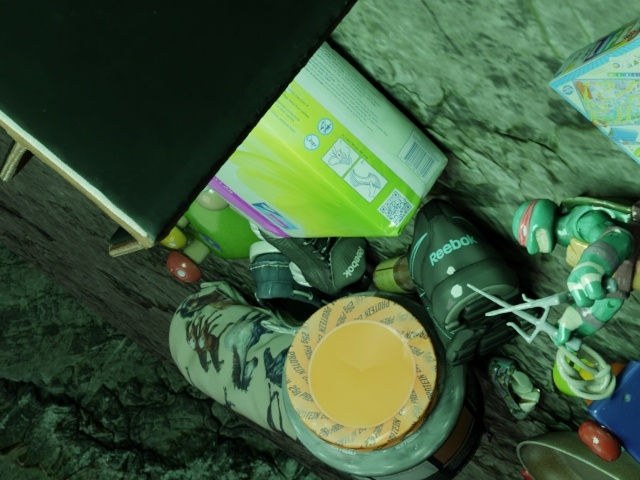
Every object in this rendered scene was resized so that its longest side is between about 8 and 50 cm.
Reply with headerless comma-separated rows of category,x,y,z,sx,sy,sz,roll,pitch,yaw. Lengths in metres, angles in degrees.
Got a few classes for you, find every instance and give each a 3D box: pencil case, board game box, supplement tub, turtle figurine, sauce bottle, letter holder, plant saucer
pencil case,-0.068,0.171,1.979,0.160,0.183,0.410,14,-178,-36
board game box,0.210,-0.084,0.805,0.103,0.026,0.154,40,165,-8
supplement tub,0.070,0.166,1.480,0.193,0.193,0.316,33,173,19
turtle figurine,0.211,0.024,0.957,0.234,0.118,0.175,16,173,20
sauce bottle,0.092,0.035,1.411,0.042,0.042,0.128,41,167,-10
letter holder,-0.068,-0.150,0.722,0.152,0.302,0.214,40,165,-10
plant saucer,0.367,0.312,1.582,0.310,0.050,0.310,34,164,11

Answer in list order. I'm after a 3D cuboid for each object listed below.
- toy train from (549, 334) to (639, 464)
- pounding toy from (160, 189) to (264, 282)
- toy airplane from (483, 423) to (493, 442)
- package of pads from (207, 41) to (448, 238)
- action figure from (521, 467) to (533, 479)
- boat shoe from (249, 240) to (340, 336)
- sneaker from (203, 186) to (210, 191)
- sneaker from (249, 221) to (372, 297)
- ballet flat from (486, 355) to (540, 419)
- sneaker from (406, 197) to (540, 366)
toy train,0.253,0.129,1.233,0.248,0.105,0.143,44,178,-21
pounding toy,-0.148,-0.011,1.706,0.183,0.110,0.237,45,164,-25
toy airplane,0.170,0.223,1.818,0.151,0.028,0.151,36,164,12
package of pads,-0.048,-0.105,1.210,0.229,0.101,0.296,41,164,-17
action figure,0.375,0.418,1.807,0.280,0.091,0.139,29,157,33
boat shoe,-0.027,0.075,1.677,0.095,0.079,0.254,-1,159,10
sneaker,-0.167,-0.110,1.589,0.152,0.053,0.061,38,136,48
sneaker,0.000,0.000,1.469,0.106,0.078,0.234,27,166,28
ballet flat,0.221,0.167,1.518,0.041,0.041,0.114,24,160,43
sneaker,0.139,0.040,1.270,0.106,0.101,0.267,62,179,20
